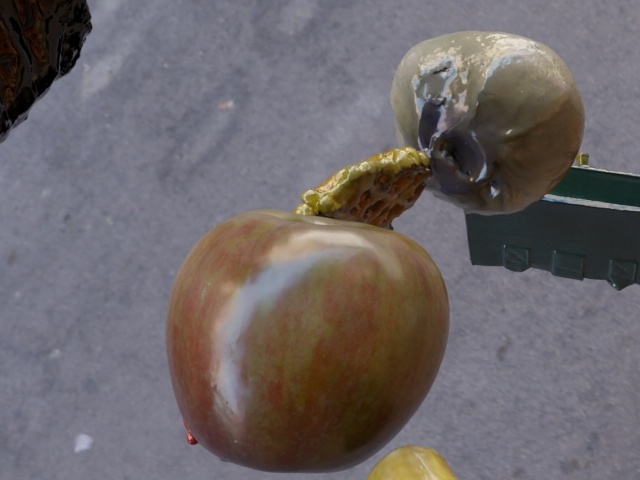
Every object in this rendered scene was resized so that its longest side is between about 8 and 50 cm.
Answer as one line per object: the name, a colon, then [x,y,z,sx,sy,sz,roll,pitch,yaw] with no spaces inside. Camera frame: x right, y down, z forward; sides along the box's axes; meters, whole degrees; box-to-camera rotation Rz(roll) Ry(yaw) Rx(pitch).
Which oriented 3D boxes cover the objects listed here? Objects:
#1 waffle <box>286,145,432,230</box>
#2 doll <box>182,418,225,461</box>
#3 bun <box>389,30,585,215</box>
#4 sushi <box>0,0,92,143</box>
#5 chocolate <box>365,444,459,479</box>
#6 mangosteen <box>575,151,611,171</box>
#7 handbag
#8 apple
waffle: [0.006,-0.003,1.254,0.058,0.301,0.281,48,125,14]
doll: [-0.078,0.201,1.149,0.062,0.195,0.104,38,90,30]
bun: [0.211,-0.144,1.402,0.273,0.273,0.168,-2,40,34]
sushi: [-0.315,-0.221,0.718,0.171,0.350,0.211,-46,23,-23]
chocolate: [0.128,0.322,0.762,0.162,0.162,0.445,-45,32,9]
mangosteen: [0.440,-0.075,1.821,0.137,0.137,0.151,4,81,36]
handbag: [0.391,-0.021,1.661,0.327,0.238,0.089,8,58,15]
apple: [-0.016,0.092,0.975,0.257,0.257,0.233,13,91,38]
